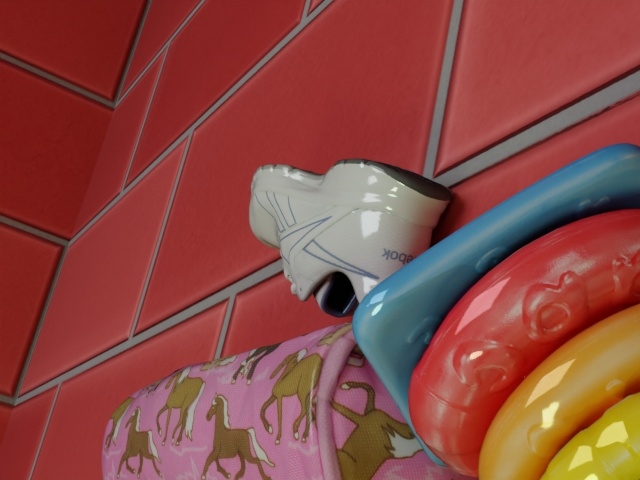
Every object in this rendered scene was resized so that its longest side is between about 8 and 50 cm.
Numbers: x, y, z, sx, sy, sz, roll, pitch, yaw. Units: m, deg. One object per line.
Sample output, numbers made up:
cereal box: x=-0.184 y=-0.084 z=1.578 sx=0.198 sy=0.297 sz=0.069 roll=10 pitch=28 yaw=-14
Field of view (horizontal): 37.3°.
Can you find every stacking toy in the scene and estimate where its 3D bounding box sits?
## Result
stacking toy: x=0.154 y=0.117 z=0.379 sx=0.165 sy=0.175 sz=0.302 roll=-31 pitch=47 yaw=0

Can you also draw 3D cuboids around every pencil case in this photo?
pencil case: x=-0.026 y=0.156 z=0.684 sx=0.386 sy=0.167 sz=0.160 roll=-26 pitch=67 yaw=57

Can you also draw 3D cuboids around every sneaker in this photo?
sneaker: x=0.000 y=0.000 z=0.859 sx=0.297 sy=0.111 sz=0.129 roll=1 pitch=75 yaw=67
